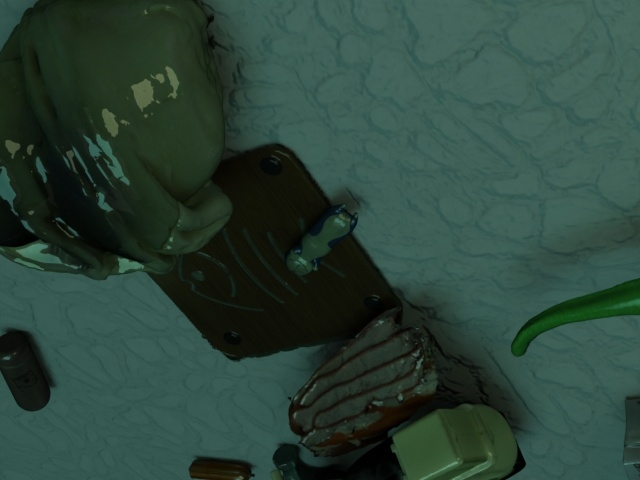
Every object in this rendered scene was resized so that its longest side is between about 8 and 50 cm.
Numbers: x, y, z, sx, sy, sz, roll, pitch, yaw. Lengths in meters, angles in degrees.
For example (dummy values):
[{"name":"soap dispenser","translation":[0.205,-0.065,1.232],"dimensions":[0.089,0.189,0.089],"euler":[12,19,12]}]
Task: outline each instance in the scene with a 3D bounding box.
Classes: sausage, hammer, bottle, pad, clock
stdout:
[{"name":"sausage","translation":[-0.153,0.364,1.378],"dimensions":[0.107,0.031,0.031],"euler":[-1,133,20]},{"name":"hammer","translation":[0.053,0.366,1.299],"dimensions":[0.226,0.041,0.159],"euler":[-5,132,24]},{"name":"bottle","translation":[-0.441,0.195,1.295],"dimensions":[0.053,0.053,0.140],"euler":[8,135,12]},{"name":"pad","translation":[-0.081,0.030,1.029],"dimensions":[0.284,0.018,0.286],"euler":[-15,126,32]},{"name":"clock","translation":[0.068,0.316,1.097],"dimensions":[0.379,0.120,0.276],"euler":[-36,151,24]}]

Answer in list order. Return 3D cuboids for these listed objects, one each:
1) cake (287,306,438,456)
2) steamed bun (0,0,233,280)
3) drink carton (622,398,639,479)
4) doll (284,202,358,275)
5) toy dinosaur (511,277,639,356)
[{"name":"cake","translation":[0.052,0.179,1.039],"dimensions":[0.135,0.098,0.287],"euler":[-3,146,-24]},{"name":"steamed bun","translation":[-0.223,-0.078,0.830],"dimensions":[0.275,0.206,0.320],"euler":[15,130,10]},{"name":"drink carton","translation":[0.449,0.283,1.035],"dimensions":[0.134,0.102,0.222],"euler":[-8,129,29]},{"name":"doll","translation":[0.000,0.000,0.936],"dimensions":[0.037,0.027,0.125],"euler":[37,134,-7]},{"name":"toy dinosaur","translation":[0.475,0.057,0.810],"dimensions":[0.374,0.144,0.500],"euler":[28,141,-26]}]
